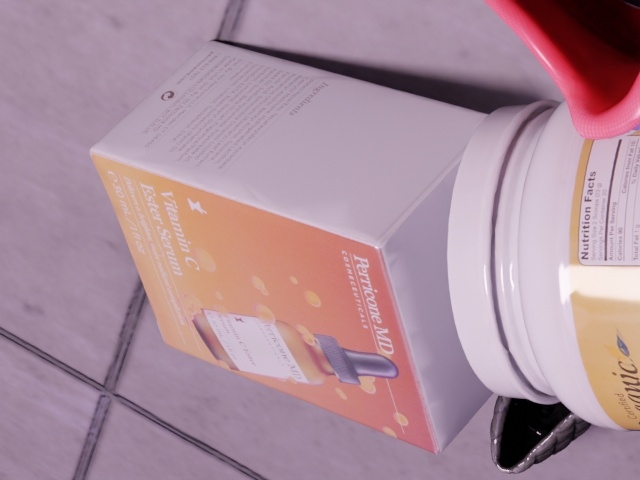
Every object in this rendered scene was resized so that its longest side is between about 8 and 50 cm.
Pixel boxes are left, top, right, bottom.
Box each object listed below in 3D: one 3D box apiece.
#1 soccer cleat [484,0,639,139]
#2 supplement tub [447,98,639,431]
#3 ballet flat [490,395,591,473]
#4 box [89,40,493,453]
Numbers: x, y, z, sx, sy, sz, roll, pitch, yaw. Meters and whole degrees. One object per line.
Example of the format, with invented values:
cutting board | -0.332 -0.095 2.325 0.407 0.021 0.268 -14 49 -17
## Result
soccer cleat | 0.046 -0.178 0.681 0.109 0.116 0.318 -18 120 44
supplement tub | 0.165 0.004 0.766 0.200 0.144 0.144 0 131 31
ballet flat | 0.124 0.052 0.923 0.057 0.049 0.173 28 137 10
box | 0.000 0.000 0.896 0.170 0.091 0.130 18 140 37
